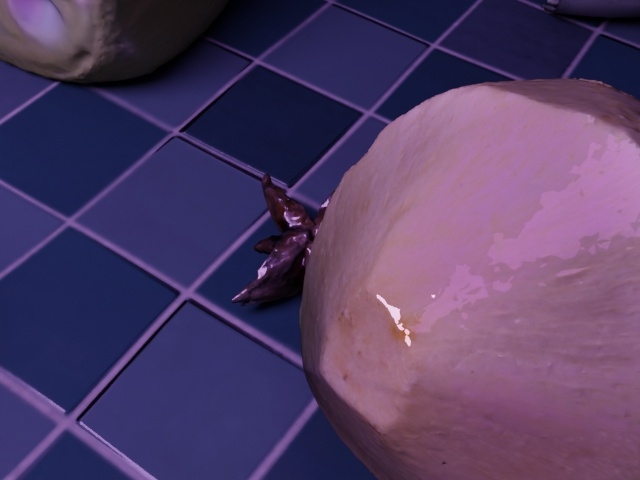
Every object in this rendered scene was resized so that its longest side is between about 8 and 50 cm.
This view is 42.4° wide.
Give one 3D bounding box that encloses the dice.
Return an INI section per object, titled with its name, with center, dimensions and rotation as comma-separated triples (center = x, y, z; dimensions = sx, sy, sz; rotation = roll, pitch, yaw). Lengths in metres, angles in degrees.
[dice]
center = -0.216, -0.314, 0.735
dimensions = 0.252, 0.250, 0.254
rotation = 26, 53, 17

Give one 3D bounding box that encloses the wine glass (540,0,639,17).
[wine glass]
center = 0.380, -0.289, 0.819
dimensions = 0.321, 0.143, 0.143
rotation = -1, 50, -4

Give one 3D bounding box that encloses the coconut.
[coconut]
center = 0.101, 0.037, 0.449
dimensions = 0.259, 0.259, 0.259
rotation = 1, 50, -2

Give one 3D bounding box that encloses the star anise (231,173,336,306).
[star anise]
center = 0.010, 0.005, 0.601
dimensions = 0.129, 0.056, 0.124
rotation = 8, 61, 7
